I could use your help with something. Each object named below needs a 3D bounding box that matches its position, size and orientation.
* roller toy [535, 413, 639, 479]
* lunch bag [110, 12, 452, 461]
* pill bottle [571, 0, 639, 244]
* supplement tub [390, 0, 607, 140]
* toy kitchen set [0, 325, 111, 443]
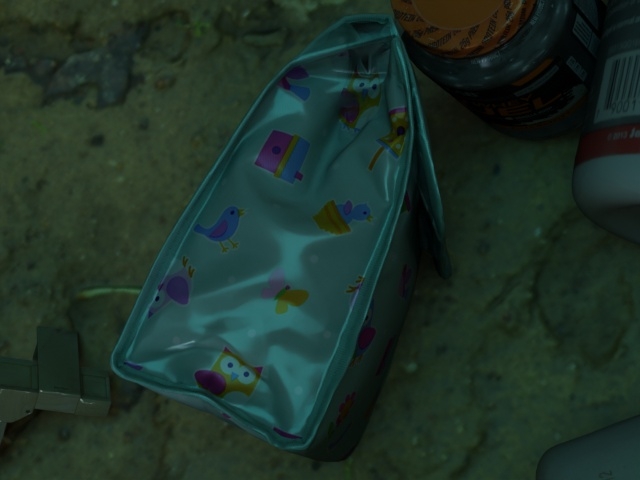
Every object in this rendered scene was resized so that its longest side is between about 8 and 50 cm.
[{"bbox_3d":[0.212,0.201,0.942,0.146,0.191,0.209,-20,99,6],"label":"roller toy"},{"bbox_3d":[0.000,0.000,1.011,0.160,0.223,0.262,23,83,10],"label":"lunch bag"},{"bbox_3d":[0.293,-0.173,0.992,0.210,0.210,0.363,11,81,14],"label":"pill bottle"},{"bbox_3d":[0.120,-0.140,1.024,0.117,0.190,0.117,-5,78,24],"label":"supplement tub"},{"bbox_3d":[-0.201,0.112,1.135,0.083,0.075,0.068,9,37,-18],"label":"toy kitchen set"}]
